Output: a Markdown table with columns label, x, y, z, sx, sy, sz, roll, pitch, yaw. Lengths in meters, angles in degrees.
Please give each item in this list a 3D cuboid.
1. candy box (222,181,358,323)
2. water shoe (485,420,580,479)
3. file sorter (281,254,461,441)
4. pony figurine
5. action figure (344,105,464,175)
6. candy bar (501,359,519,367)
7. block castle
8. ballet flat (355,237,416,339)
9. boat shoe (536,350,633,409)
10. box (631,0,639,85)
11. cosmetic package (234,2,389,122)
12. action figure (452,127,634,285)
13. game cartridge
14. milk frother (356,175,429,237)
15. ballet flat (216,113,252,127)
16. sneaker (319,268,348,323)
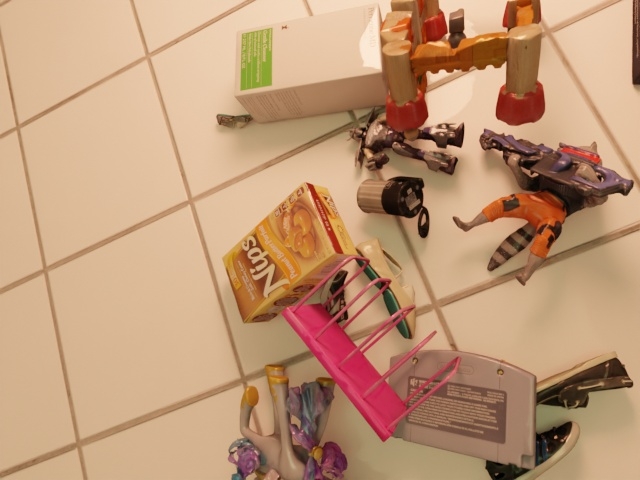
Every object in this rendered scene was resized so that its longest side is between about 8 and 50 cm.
| label | x | y | z | sx | sy | sz | roll | pitch | yaw |
| --- | --- | --- | --- | --- | --- | --- | --- | --- | --- |
| candy box | -0.082 | 0.037 | 1.051 | 0.316 | 0.087 | 0.183 | -38 | 62 | 30 |
| water shoe | 0.420 | 0.415 | 0.920 | 0.203 | 0.073 | 0.080 | -42 | 70 | 3 |
| file sorter | 0.110 | 0.189 | 0.908 | 0.182 | 0.202 | 0.291 | -44 | 73 | 10 |
| pony figurine | -0.055 | 0.469 | 0.962 | 0.350 | 0.302 | 0.364 | -4 | 80 | 47 |
| action figure | 0.190 | -0.242 | 1.101 | 0.284 | 0.099 | 0.186 | 14 | 88 | 20 |
| candy bar | 0.376 | 0.336 | 0.976 | 0.040 | 0.018 | 0.162 | 20 | 84 | 18 |
| block castle | 0.305 | -0.407 | 0.972 | 0.302 | 0.213 | 0.454 | 2 | 48 | 22 |
| ballet flat | 0.166 | 0.101 | 1.052 | 0.086 | 0.086 | 0.249 | -33 | 72 | 7 |
| boat shoe | 0.493 | 0.299 | 0.917 | 0.232 | 0.084 | 0.079 | -25 | 70 | 7 |
| box | 0.758 | -0.514 | 0.841 | 0.211 | 0.395 | 0.294 | 4 | 81 | 16 |
| cosmetic package | -0.017 | -0.435 | 1.164 | 0.365 | 0.155 | 0.197 | -6 | 75 | 15 |
| action figure | 0.453 | -0.100 | 1.000 | 0.330 | 0.179 | 0.341 | -39 | 45 | -2 |
| game cartridge | 0.282 | 0.328 | 0.947 | 0.297 | 0.062 | 0.198 | 0 | 75 | 33 |
| milk frother | 0.178 | -0.075 | 1.075 | 0.134 | 0.129 | 0.143 | 12 | 115 | 51 |
| ballet flat | -0.232 | -0.327 | 1.265 | 0.114 | 0.041 | 0.041 | 5 | 81 | 16 |
| sneaker | 0.036 | 0.154 | 1.084 | 0.077 | 0.072 | 0.179 | 22 | 98 | 13 |
